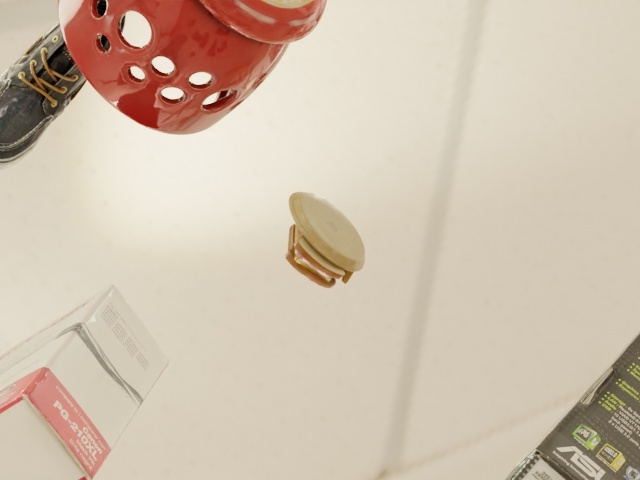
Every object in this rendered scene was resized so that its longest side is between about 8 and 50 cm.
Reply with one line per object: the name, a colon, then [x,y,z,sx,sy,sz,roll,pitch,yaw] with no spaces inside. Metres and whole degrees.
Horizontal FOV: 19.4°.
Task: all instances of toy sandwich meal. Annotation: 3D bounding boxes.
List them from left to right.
toy sandwich meal: [0.000,0.000,1.406,0.029,0.085,0.085,-43,-33,22]

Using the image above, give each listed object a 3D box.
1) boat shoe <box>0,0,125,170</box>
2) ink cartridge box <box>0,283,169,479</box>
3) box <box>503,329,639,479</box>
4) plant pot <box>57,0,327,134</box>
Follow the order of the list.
boat shoe: [-0.241,-0.144,1.636,0.065,0.083,0.183,40,-122,-13]
ink cartridge box: [-0.255,0.159,1.663,0.172,0.100,0.237,-32,11,22]
box: [0.197,0.120,0.829,0.184,0.191,0.045,-38,-14,-49]
plant pot: [-0.103,-0.209,1.601,0.191,0.191,0.174,-4,-21,-45]
